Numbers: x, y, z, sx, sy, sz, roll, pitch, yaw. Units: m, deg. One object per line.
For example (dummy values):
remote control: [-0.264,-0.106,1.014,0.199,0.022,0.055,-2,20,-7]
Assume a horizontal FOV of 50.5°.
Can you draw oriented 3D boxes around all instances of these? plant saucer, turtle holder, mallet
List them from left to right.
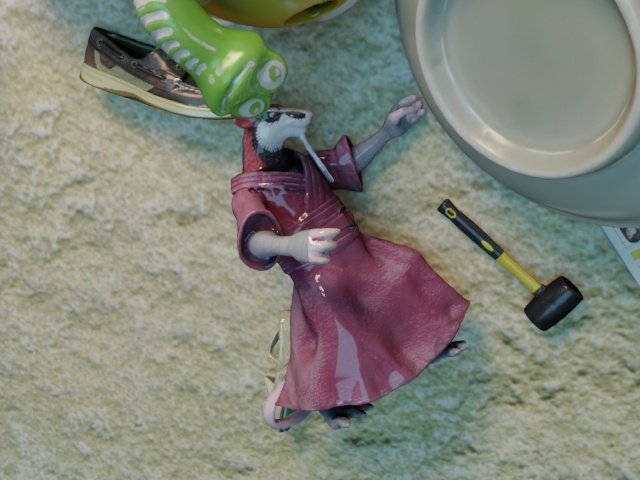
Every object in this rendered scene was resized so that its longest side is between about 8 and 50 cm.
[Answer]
turtle holder: [-0.048,-0.292,0.593,0.227,0.320,0.243,27,130,-35]
mallet: [0.204,0.029,0.776,0.190,0.039,0.062,36,111,6]
plant saucer: [0.189,-0.165,0.555,0.400,0.100,0.400,37,147,28]

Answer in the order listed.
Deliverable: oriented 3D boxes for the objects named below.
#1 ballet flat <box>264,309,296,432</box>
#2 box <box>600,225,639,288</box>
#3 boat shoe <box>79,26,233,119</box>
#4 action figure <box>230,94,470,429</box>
ballet flat: [-0.046,0.168,0.890,0.052,0.057,0.168,18,103,20]
box: [0.345,-0.026,0.699,0.100,0.060,0.244,-32,97,24]
boat shoe: [-0.179,-0.196,0.784,0.224,0.080,0.073,17,117,15]
action figure: [0.000,0.000,0.764,0.276,0.248,0.370,-28,95,49]
